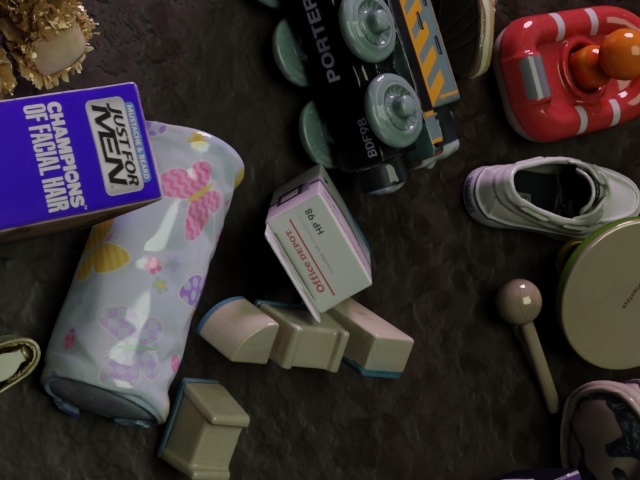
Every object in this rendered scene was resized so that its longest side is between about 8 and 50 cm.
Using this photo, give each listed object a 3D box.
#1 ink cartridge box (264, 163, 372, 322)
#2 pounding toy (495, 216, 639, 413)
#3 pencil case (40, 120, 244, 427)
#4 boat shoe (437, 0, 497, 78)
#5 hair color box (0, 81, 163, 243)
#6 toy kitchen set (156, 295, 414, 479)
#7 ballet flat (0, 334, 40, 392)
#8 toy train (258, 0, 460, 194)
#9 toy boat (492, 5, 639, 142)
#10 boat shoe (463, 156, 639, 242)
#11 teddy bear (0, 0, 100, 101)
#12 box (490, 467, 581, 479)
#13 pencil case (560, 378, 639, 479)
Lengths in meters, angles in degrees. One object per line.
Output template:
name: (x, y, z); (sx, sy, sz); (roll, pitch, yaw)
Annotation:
ink cartridge box: (0.000, 0.000, 1.296); (0.060, 0.180, 0.104); (-29, 103, 8)
pounding toy: (0.314, 0.060, 1.571); (0.237, 0.110, 0.183); (-30, 115, -8)
pencil case: (-0.154, 0.030, 1.215); (0.124, 0.113, 0.273); (31, 64, -37)
boat shoe: (0.177, -0.274, 1.545); (0.072, 0.068, 0.190); (7, 77, -47)
hair color box: (-0.318, -0.036, 1.064); (0.339, 0.185, 0.110); (-16, 91, -36)
toy kitchen set: (-0.046, 0.137, 1.295); (0.207, 0.122, 0.166); (10, 105, -39)
ballet flat: (-0.307, 0.123, 1.124); (0.168, 0.052, 0.057); (-34, 102, -35)
toy train: (0.048, -0.218, 1.400); (0.190, 0.142, 0.334); (-23, 95, -46)
toy boat: (0.323, -0.205, 1.580); (0.231, 0.151, 0.151); (-15, 91, -37)
boat shoe: (0.291, -0.054, 1.567); (0.267, 0.088, 0.096); (8, 77, -34)
teddy bear: (-0.329, -0.262, 1.156); (0.245, 0.113, 0.338); (-48, 111, -13)
box: (0.208, 0.359, 1.419); (0.153, 0.108, 0.207); (-13, 89, -37)
pencil case: (0.458, 0.240, 1.574); (0.410, 0.183, 0.160); (2, 108, -37)
